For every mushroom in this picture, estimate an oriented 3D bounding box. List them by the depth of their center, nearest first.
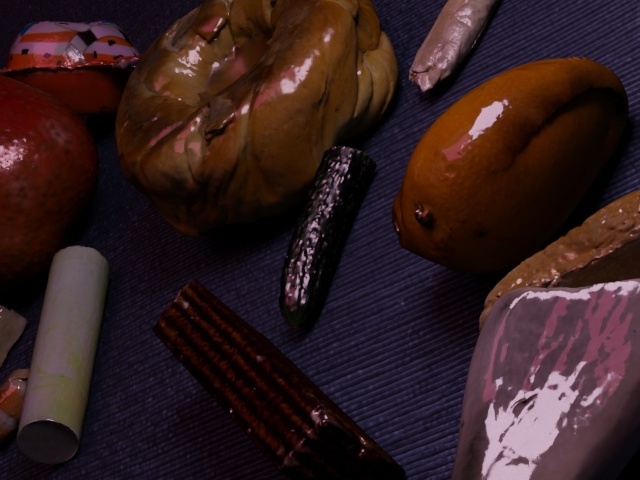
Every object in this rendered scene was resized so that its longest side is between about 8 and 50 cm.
[{"bbox_3d":[0.156,0.174,1.349,0.159,0.122,0.328,-27,34,52],"label":"mushroom"}]

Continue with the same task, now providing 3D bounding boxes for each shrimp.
[{"bbox_3d":[-0.388,0.194,2.208,0.161,0.049,0.166,-48,20,6],"label":"shrimp"}]

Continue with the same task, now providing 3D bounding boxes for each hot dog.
[{"bbox_3d":[0.233,0.019,1.472,0.242,0.084,0.073,-35,32,28],"label":"hot dog"}]

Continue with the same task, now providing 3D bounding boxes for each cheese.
[{"bbox_3d":[-0.291,-0.231,2.462,0.329,0.217,0.129,1,96,40],"label":"cheese"}]

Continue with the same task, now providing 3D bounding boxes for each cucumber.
[{"bbox_3d":[0.000,0.000,1.875,0.058,0.052,0.214,5,55,23],"label":"cucumber"}]

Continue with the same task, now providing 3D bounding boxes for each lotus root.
[{"bbox_3d":[-0.450,0.138,2.331,0.143,0.070,0.144,-15,43,48],"label":"lotus root"}]

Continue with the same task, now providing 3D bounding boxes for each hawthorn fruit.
[{"bbox_3d":[-0.463,-0.101,2.357,0.284,0.369,0.285,-52,9,12],"label":"hawthorn fruit"}]

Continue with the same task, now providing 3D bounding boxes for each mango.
[{"bbox_3d":[0.172,-0.073,1.614,0.236,0.166,0.136,-39,67,-24],"label":"mango"}]

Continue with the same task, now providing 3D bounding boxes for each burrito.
[{"bbox_3d":[0.146,-0.230,1.955,0.058,0.045,0.188,-10,48,60],"label":"burrito"}]

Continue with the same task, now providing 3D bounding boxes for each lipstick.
[{"bbox_3d":[-0.291,0.122,2.117,0.076,0.076,0.304,-35,30,25],"label":"lipstick"}]

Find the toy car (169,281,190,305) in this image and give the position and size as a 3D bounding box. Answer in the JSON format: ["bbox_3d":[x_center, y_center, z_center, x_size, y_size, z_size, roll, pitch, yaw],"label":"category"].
[{"bbox_3d":[-0.142,0.082,2.000,0.041,0.025,0.093,-33,35,25],"label":"toy car"}]

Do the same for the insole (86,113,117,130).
[{"bbox_3d":[-0.209,-0.240,2.525,0.322,0.007,0.109,-32,32,31],"label":"insole"}]

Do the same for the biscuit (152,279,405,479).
[{"bbox_3d":[-0.047,0.143,1.696,0.073,0.107,0.388,-51,28,-2],"label":"biscuit"}]

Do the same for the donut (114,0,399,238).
[{"bbox_3d":[-0.074,-0.165,2.069,0.360,0.170,0.360,-30,34,22],"label":"donut"}]
